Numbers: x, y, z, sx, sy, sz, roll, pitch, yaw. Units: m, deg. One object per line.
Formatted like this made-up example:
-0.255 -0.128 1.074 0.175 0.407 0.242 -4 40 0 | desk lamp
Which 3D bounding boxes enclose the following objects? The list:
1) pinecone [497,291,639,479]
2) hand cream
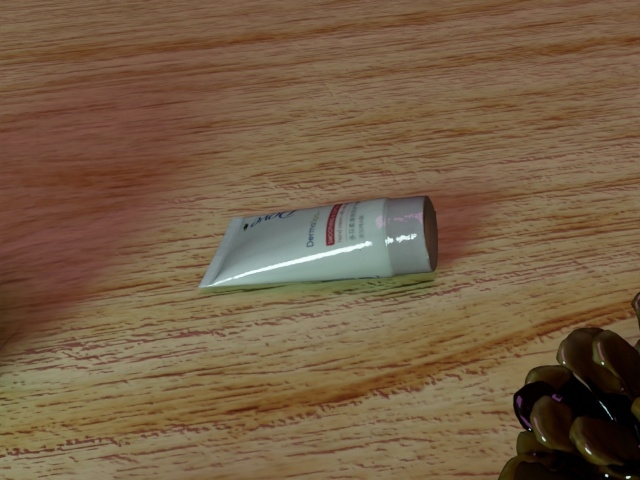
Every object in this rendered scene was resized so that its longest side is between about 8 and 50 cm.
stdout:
0.250 0.149 0.677 0.264 0.264 0.264 -3 34 2 | pinecone
0.000 0.000 1.081 0.248 0.083 0.133 -5 31 15 | hand cream
